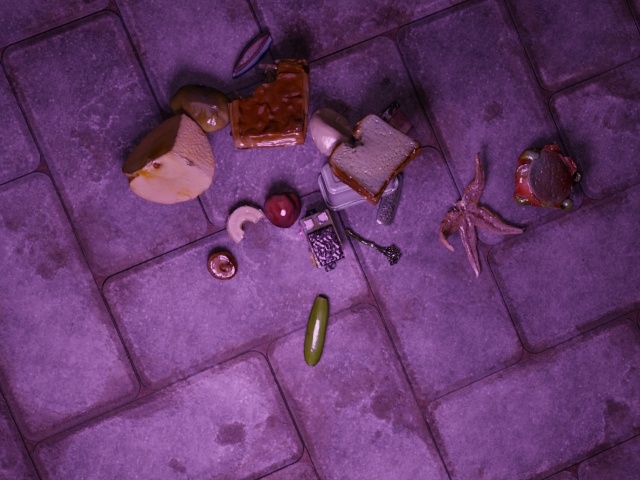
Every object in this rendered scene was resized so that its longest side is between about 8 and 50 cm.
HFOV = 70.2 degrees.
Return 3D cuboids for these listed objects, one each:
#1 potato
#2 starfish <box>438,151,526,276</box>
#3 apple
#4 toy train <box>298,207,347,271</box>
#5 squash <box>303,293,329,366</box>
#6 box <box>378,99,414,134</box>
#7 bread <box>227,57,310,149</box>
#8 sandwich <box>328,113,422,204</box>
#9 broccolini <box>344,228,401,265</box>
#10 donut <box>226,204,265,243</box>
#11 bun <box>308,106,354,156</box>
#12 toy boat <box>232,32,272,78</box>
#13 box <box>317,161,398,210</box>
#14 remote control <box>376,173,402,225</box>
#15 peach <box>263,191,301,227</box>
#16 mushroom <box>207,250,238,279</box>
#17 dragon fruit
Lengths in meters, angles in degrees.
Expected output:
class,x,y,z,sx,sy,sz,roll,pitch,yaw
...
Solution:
class,x,y,z,sx,sy,sz,roll,pitch,yaw
potato,-0.459,-0.518,1.780,0.228,0.148,0.197,37,59,3
starfish,0.632,-0.085,1.854,0.384,0.132,0.398,44,74,-9
apple,-0.580,-0.292,1.727,0.309,0.252,0.313,-22,95,32
toy train,0.000,0.000,1.789,0.134,0.177,0.260,-22,92,-4
squash,-0.017,0.364,1.833,0.082,0.082,0.292,10,89,-3
box,0.288,-0.462,1.828,0.151,0.151,0.135,-45,101,-3
bread,-0.190,-0.517,1.780,0.315,0.191,0.369,-3,78,2
sandwich,0.183,-0.300,1.641,0.249,0.095,0.273,39,83,10
broccolini,0.215,0.019,1.865,0.255,0.057,0.071,29,45,-6
donut,-0.312,-0.078,1.827,0.108,0.065,0.166,44,88,-2
bun,0.041,-0.409,1.790,0.230,0.229,0.145,36,128,-3
toy boat,-0.284,-0.748,1.844,0.080,0.046,0.228,41,86,-7
box,0.148,-0.252,1.774,0.312,0.182,0.175,-18,78,0
remote control,0.285,-0.168,1.874,0.072,0.042,0.221,15,90,-1
peach,-0.144,-0.119,1.804,0.152,0.152,0.151,0,90,-3
mushroom,-0.388,0.099,1.813,0.110,0.085,0.126,-13,107,25
dragon fruit,0.924,-0.251,1.867,0.269,0.130,0.295,-27,91,-3
